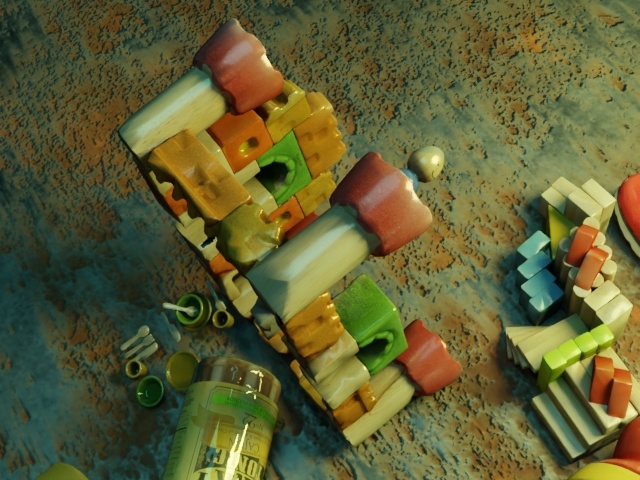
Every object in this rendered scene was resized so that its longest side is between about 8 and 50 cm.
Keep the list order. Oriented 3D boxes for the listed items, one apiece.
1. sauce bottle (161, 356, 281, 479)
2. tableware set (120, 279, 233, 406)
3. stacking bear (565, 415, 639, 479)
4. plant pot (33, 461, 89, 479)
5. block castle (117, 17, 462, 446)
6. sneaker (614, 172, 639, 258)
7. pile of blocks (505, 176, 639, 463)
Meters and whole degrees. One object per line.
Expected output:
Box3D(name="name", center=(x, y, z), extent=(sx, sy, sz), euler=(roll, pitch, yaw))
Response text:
Box3D(name="sauce bottle", center=(-0.126, 0.299, 1.125), extent=(0.111, 0.111, 0.344), euler=(6, 61, 10))
Box3D(name="tableware set", center=(-0.172, 0.125, 1.249), extent=(0.154, 0.024, 0.104), euler=(-36, 67, 10))
Box3D(name="stacking bear", center=(0.311, 0.294, 1.059), extent=(0.164, 0.175, 0.289), euler=(22, 53, 36))
Box3D(name="plant pot", center=(-0.284, 0.297, 1.160), extent=(0.081, 0.081, 0.083), euler=(-37, 52, -16))
Box3D(name="block castle", center=(0.000, 0.000, 1.097), extent=(0.213, 0.453, 0.303), euler=(-39, 62, -9))
Box3D(name="sneaker", center=(0.463, 0.008, 1.233), extent=(0.107, 0.118, 0.279), euler=(-30, 61, -13))
Box3D(name="pile of blocks", center=(0.291, 0.067, 1.219), extent=(0.149, 0.112, 0.362), euler=(-5, 58, 3))
